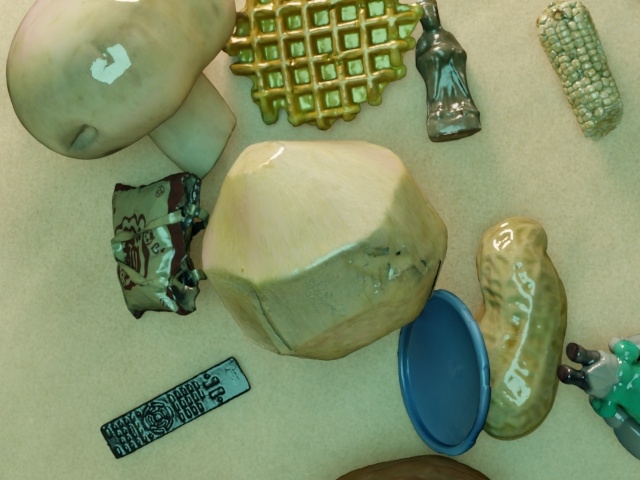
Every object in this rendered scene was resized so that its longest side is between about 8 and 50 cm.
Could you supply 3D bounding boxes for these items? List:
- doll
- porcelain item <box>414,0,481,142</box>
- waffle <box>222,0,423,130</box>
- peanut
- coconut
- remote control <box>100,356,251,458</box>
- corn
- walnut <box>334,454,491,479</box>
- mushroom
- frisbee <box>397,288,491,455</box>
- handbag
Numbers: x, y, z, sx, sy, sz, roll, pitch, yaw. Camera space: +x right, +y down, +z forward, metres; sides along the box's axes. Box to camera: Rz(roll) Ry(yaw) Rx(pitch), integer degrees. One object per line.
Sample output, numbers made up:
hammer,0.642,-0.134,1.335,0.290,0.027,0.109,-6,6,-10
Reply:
doll,0.476,0.199,1.853,0.195,0.153,0.258,-42,102,6
porcelain item,0.183,-0.259,1.931,0.081,0.069,0.215,-11,84,11
waffle,-0.005,-0.307,1.936,0.283,0.065,0.309,39,98,8
peanut,0.282,0.127,1.884,0.153,0.140,0.325,0,89,23
coconut,0.000,0.000,1.799,0.353,0.352,0.352,0,90,6
remote control,-0.224,0.258,1.994,0.245,0.025,0.063,-27,89,5
corn,0.384,-0.252,1.894,0.087,0.087,0.211,-24,87,6
walnut,0.113,0.461,1.833,0.344,0.306,0.306,-6,90,3
mushroom,-0.261,-0.269,1.850,0.353,0.353,0.325,31,121,5
frisbee,0.184,0.188,1.864,0.045,0.242,0.242,-5,90,-25
handbag,-0.239,0.011,1.915,0.127,0.235,0.213,-2,88,-34
